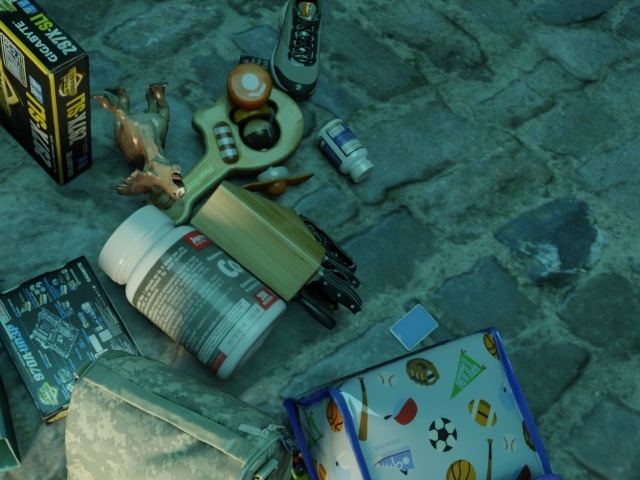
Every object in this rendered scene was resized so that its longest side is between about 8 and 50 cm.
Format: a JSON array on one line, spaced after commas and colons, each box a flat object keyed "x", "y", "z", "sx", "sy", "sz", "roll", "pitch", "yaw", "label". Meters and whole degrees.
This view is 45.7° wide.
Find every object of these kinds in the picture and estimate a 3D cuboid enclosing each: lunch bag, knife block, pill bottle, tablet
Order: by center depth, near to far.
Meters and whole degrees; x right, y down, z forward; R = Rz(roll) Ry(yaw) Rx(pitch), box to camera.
[{"x": -0.188, "y": 0.296, "z": 1.039, "sx": 0.305, "sy": 0.256, "sz": 0.213, "roll": 22, "pitch": 52, "yaw": 19, "label": "lunch bag"}, {"x": 0.174, "y": 0.366, "z": 1.157, "sx": 0.327, "sy": 0.239, "sz": 0.386, "roll": -14, "pitch": 81, "yaw": -26, "label": "lunch bag"}, {"x": -0.210, "y": 0.079, "z": 1.239, "sx": 0.283, "sy": 0.161, "sz": 0.161, "roll": 39, "pitch": 62, "yaw": 6, "label": "pill bottle"}, {"x": -0.056, "y": 0.037, "z": 1.268, "sx": 0.275, "sy": 0.088, "sz": 0.242, "roll": 22, "pitch": 25, "yaw": -49, "label": "knife block"}, {"x": 0.171, "y": 0.158, "z": 1.388, "sx": 0.083, "sy": 0.006, "sz": 0.054, "roll": -36, "pitch": 77, "yaw": -27, "label": "tablet"}, {"x": 0.051, "y": -0.173, "z": 1.484, "sx": 0.067, "sy": 0.067, "sz": 0.120, "roll": -32, "pitch": 76, "yaw": -26, "label": "pill bottle"}]

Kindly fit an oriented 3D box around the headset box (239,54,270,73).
[{"x": -0.136, "y": -0.328, "z": 1.532, "sx": 0.062, "sy": 0.032, "sz": 0.083, "roll": 7, "pitch": 64, "yaw": -11, "label": "headset box"}]

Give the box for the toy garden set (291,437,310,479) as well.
[{"x": -0.063, "y": 0.434, "z": 1.167, "sx": 0.203, "sy": 0.049, "sz": 0.244, "roll": -21, "pitch": 71, "yaw": -23, "label": "toy garden set"}]

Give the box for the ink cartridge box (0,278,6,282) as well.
[{"x": -0.665, "y": 0.022, "z": 1.146, "sx": 0.332, "sy": 0.165, "sz": 0.065, "roll": 26, "pitch": 93, "yaw": 1, "label": "ink cartridge box"}]

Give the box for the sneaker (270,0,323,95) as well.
[{"x": -0.043, "y": -0.416, "z": 1.557, "sx": 0.100, "sy": 0.108, "sz": 0.272, "roll": 8, "pitch": 64, "yaw": -13, "label": "sneaker"}]

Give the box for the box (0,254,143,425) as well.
[{"x": -0.406, "y": 0.154, "z": 1.214, "sx": 0.175, "sy": 0.051, "sz": 0.220, "roll": -28, "pitch": 74, "yaw": -25, "label": "box"}]

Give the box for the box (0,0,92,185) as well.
[{"x": -0.488, "y": -0.271, "z": 1.247, "sx": 0.257, "sy": 0.322, "sz": 0.079, "roll": 43, "pitch": 61, "yaw": 8, "label": "box"}]

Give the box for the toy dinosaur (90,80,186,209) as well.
[{"x": -0.313, "y": -0.169, "z": 1.335, "sx": 0.127, "sy": 0.296, "sz": 0.201, "roll": -10, "pitch": 107, "yaw": -9, "label": "toy dinosaur"}]

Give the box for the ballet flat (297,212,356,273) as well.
[{"x": 0.000, "y": 0.000, "z": 1.396, "sx": 0.173, "sy": 0.049, "sz": 0.057, "roll": 39, "pitch": 61, "yaw": 6, "label": "ballet flat"}]

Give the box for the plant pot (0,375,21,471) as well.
[{"x": -0.542, "y": 0.214, "z": 1.090, "sx": 0.165, "sy": 0.166, "sz": 0.234, "roll": -11, "pitch": 65, "yaw": -19, "label": "plant pot"}]

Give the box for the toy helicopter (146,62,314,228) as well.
[{"x": -0.166, "y": -0.136, "z": 1.399, "sx": 0.235, "sy": 0.140, "sz": 0.355, "roll": 45, "pitch": 73, "yaw": -1, "label": "toy helicopter"}]
